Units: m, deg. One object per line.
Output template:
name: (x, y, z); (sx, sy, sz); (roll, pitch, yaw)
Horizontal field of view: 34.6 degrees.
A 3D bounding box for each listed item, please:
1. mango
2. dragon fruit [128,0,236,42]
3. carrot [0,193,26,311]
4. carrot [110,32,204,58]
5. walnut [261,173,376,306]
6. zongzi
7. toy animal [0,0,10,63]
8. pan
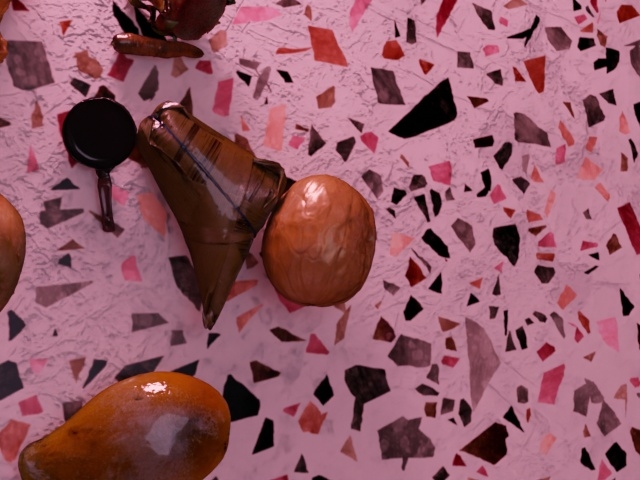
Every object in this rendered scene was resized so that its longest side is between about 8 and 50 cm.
mango: (-0.283, 0.304, 1.521); (0.316, 0.146, 0.193); (-17, 82, -23)
dragon fruit: (-0.230, -0.396, 1.673); (0.175, 0.142, 0.138); (25, 106, -2)
carrot: (-0.574, -0.011, 1.359); (0.340, 0.224, 0.224); (21, 72, -33)
carrot: (-0.265, -0.316, 1.690); (0.165, 0.035, 0.036); (3, 81, -30)
walnut: (0.000, 0.000, 1.688); (0.195, 0.195, 0.222); (26, 71, -22)
zongzi: (-0.217, -0.043, 1.628); (0.260, 0.123, 0.289); (32, 74, -14)
toy animal: (-0.497, -0.350, 1.548); (0.255, 0.114, 0.116); (-32, 64, -32)
pan: (-0.338, -0.119, 1.608); (0.114, 0.040, 0.212); (-5, 101, -5)
